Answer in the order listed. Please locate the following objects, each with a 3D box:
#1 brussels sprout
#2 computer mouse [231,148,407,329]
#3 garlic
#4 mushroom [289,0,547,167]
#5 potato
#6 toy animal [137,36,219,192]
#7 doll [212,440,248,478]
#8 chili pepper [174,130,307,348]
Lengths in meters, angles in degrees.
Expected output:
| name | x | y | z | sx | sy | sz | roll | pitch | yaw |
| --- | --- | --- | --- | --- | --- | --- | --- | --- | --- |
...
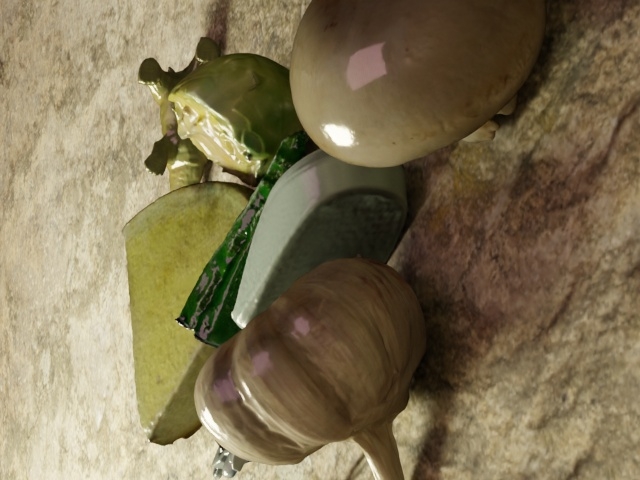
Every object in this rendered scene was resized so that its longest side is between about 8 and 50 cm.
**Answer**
| name | x | y | z | sx | sy | sz | roll | pitch | yaw |
| --- | --- | --- | --- | --- | --- | --- | --- | --- | --- |
| brussels sprout | -0.076 | -0.138 | 1.418 | 0.151 | 0.122 | 0.149 | 30 | 155 | 31 |
| computer mouse | 0.000 | 0.000 | 1.256 | 0.231 | 0.128 | 0.079 | -60 | 36 | 31 |
| garlic | 0.019 | 0.137 | 1.176 | 0.212 | 0.218 | 0.218 | 52 | 143 | 2 |
| mushroom | 0.082 | -0.153 | 1.099 | 0.226 | 0.178 | 0.226 | -23 | 46 | 26 |
| potato | -0.095 | 0.055 | 1.443 | 0.255 | 0.112 | 0.269 | -36 | 55 | 41 |
| toy animal | -0.173 | -0.135 | 1.663 | 0.101 | 0.103 | 0.218 | 114 | 151 | -68 |
| doll | -0.070 | 0.183 | 1.410 | 0.195 | 0.070 | 0.096 | -57 | 22 | 30 |
| chili pepper | -0.066 | -0.006 | 1.303 | 0.088 | 0.059 | 0.227 | 39 | 108 | 47 |
